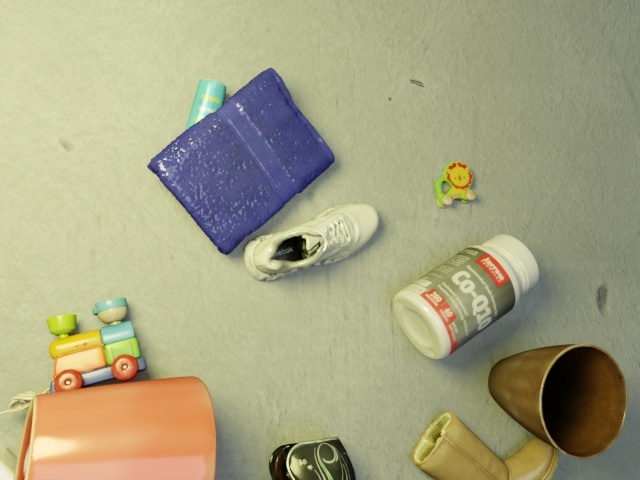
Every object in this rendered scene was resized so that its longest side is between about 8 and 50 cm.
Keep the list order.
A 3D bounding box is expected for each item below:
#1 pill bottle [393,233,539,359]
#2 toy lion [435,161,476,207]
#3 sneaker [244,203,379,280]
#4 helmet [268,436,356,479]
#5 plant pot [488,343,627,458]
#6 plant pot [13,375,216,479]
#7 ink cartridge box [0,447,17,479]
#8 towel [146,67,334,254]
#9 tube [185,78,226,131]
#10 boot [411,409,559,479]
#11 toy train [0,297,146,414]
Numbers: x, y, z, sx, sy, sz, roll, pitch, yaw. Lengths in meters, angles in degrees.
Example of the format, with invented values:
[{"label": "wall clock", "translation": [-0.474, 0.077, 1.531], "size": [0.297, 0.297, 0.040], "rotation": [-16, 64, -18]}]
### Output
[{"label": "pill bottle", "translation": [0.307, 0.109, 1.167], "size": [0.283, 0.161, 0.161], "rotation": [-30, 96, -20]}, {"label": "toy lion", "translation": [0.301, -0.129, 1.258], "size": [0.100, 0.034, 0.096], "rotation": [-13, 83, -20]}, {"label": "sneaker", "translation": [0.000, 0.000, 1.090], "size": [0.292, 0.118, 0.110], "rotation": [-23, 92, -22]}, {"label": "helmet", "translation": [-0.018, 0.451, 1.019], "size": [0.169, 0.169, 0.162], "rotation": [-1, 69, -20]}, {"label": "plant pot", "translation": [0.466, 0.313, 1.170], "size": [0.215, 0.230, 0.216], "rotation": [2, 85, -19]}, {"label": "plant pot", "translation": [-0.317, 0.335, 0.842], "size": [0.243, 0.275, 0.275], "rotation": [11, 81, -28]}, {"label": "ink cartridge box", "translation": [-0.495, 0.466, 0.879], "size": [0.160, 0.092, 0.219], "rotation": [-41, 98, -19]}, {"label": "towel", "translation": [-0.142, -0.149, 1.062], "size": [0.308, 0.076, 0.228], "rotation": [-44, 110, -20]}, {"label": "tube", "translation": [-0.227, -0.200, 1.064], "size": [0.080, 0.052, 0.207], "rotation": [12, 87, -13]}, {"label": "boot", "translation": [0.361, 0.455, 1.197], "size": [0.269, 0.089, 0.236], "rotation": [41, 73, -11]}, {"label": "toy train", "translation": [-0.428, 0.188, 0.930], "size": [0.247, 0.105, 0.144], "rotation": [-12, 79, -20]}]
